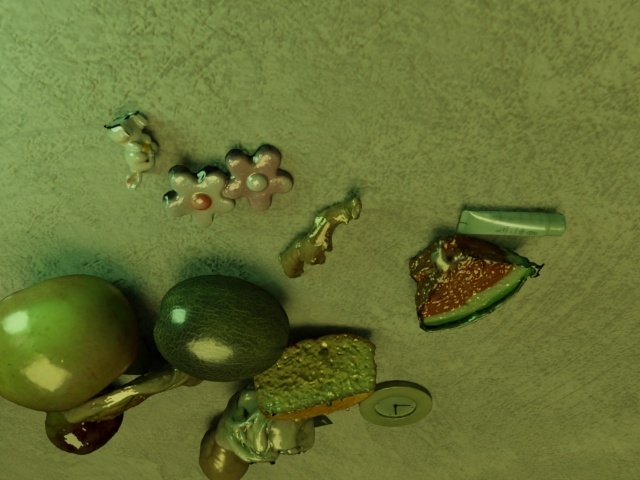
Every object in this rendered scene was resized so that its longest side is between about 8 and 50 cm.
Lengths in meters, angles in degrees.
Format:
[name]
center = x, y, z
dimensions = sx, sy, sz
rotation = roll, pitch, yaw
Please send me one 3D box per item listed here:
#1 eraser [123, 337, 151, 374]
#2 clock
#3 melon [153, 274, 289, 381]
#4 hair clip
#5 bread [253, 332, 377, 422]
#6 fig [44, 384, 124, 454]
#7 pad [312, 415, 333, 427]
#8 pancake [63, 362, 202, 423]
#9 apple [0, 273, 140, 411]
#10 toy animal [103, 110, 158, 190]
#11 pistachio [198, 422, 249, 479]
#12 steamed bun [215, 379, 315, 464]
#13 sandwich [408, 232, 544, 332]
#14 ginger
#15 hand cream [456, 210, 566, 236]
[eraser]
center = -0.586, 0.331, 1.227
dimensions = 0.172, 0.058, 0.117
rotation = -1, 129, 4
[clock]
center = 0.238, 0.524, 1.370
dimensions = 0.234, 0.029, 0.235
rotation = 0, 129, 0
[melon]
center = -0.221, 0.203, 0.989
dimensions = 0.301, 0.238, 0.238
rotation = 16, 128, -18
[hair clip]
center = -0.185, -0.106, 0.850
dimensions = 0.256, 0.075, 0.146
rotation = -11, 123, 6
[bread]
center = -0.016, 0.370, 1.135
dimensions = 0.339, 0.194, 0.179
rotation = -9, 143, -11
[fig]
center = -0.773, 0.533, 1.343
dimensions = 0.320, 0.217, 0.217
rotation = -3, 133, 36
[pad]
center = -0.055, 0.587, 1.448
dimensions = 0.127, 0.004, 0.190
rotation = -20, 125, 18
[pancake]
center = -0.472, 0.397, 1.136
dimensions = 0.386, 0.082, 0.387
rotation = -20, 169, -4
[apple]
center = -0.584, 0.233, 0.979
dimensions = 0.319, 0.319, 0.277
rotation = -31, 89, 25
[toy animal]
center = -0.346, -0.169, 0.800
dimensions = 0.085, 0.071, 0.124
rotation = -13, 127, 12
[pistachio]
center = -0.328, 0.737, 1.485
dimensions = 0.181, 0.162, 0.293
rotation = -24, 130, -25
[steamed bun]
center = -0.163, 0.501, 1.259
dimensions = 0.267, 0.207, 0.280
rotation = 9, 172, -31
[sandwich]
center = 0.309, 0.087, 0.962
dimensions = 0.212, 0.109, 0.292
rotation = 25, 124, -10
[ginger]
center = 0.000, 0.000, 0.923
dimensions = 0.089, 0.075, 0.288
rotation = 46, 125, -4
[hand cream]
center = 0.394, -0.035, 0.893
dimensions = 0.204, 0.050, 0.078
rotation = 2, 146, 7
